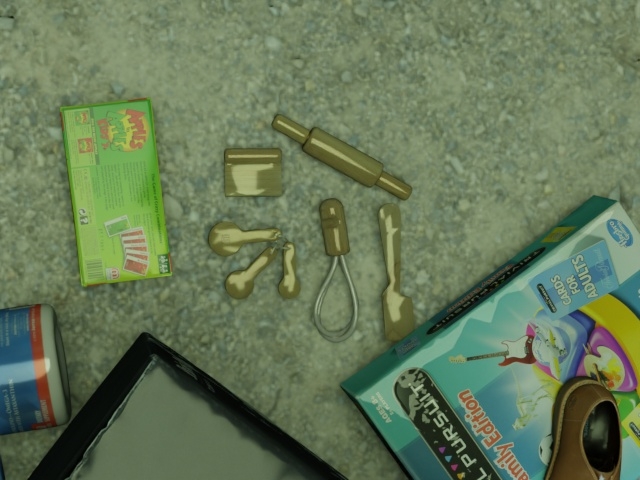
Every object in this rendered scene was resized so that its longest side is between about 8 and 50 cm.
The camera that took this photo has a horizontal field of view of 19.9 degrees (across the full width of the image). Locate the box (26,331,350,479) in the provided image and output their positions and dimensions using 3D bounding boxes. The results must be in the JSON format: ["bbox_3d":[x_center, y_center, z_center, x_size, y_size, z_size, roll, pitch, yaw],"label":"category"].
[{"bbox_3d":[-0.054,0.339,1.633,0.472,0.480,0.297,36,85,-5],"label":"box"}]

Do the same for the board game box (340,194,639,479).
[{"bbox_3d":[0.231,0.155,1.882,0.336,0.079,0.253,-37,101,-6],"label":"board game box"}]

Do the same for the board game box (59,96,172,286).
[{"bbox_3d":[-0.207,-0.049,1.842,0.092,0.043,0.181,-7,92,-9],"label":"board game box"}]

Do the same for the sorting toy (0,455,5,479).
[{"bbox_3d":[-0.478,0.224,1.748,0.348,0.196,0.047,14,47,-8],"label":"sorting toy"}]

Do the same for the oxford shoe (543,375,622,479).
[{"bbox_3d":[0.267,0.247,1.821,0.076,0.076,0.212,-4,100,-14],"label":"oxford shoe"}]

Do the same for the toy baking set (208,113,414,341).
[{"bbox_3d":[0.002,-0.007,1.884,0.256,0.030,0.196,24,90,-9],"label":"toy baking set"}]

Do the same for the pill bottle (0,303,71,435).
[{"bbox_3d":[-0.362,0.137,1.780,0.222,0.124,0.124,-9,92,-4],"label":"pill bottle"}]
